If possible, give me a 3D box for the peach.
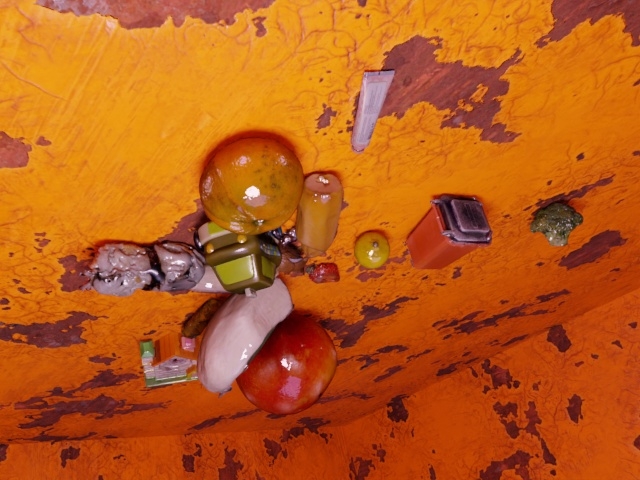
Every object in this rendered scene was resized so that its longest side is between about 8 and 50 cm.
[{"bbox_3d":[-0.126,0.429,1.932,0.389,0.388,0.388,-11,150,-6],"label":"peach"}]

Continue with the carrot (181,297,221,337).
[{"bbox_3d":[-0.401,0.265,1.827,0.069,0.069,0.229,9,142,-35],"label":"carrot"}]

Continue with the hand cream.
[{"bbox_3d":[0.100,-0.270,1.157,0.067,0.043,0.209,-7,144,-17],"label":"hand cream"}]

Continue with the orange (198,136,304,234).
[{"bbox_3d":[-0.146,-0.110,1.182,0.240,0.171,0.240,-11,149,-7],"label":"orange"}]

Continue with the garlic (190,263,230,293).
[{"bbox_3d":[-0.337,0.122,1.587,0.198,0.090,0.128,-1,161,-31],"label":"garlic"}]

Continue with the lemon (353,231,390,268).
[{"bbox_3d":[0.153,0.029,1.620,0.109,0.109,0.133,-13,165,-3],"label":"lemon"}]

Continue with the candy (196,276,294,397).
[{"bbox_3d":[-0.257,0.287,1.670,0.186,0.386,0.427,35,141,-4],"label":"candy"}]

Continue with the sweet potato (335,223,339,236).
[{"bbox_3d":[0.000,0.000,1.563,0.056,0.056,0.195,6,150,-32],"label":"sweet potato"}]

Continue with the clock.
[{"bbox_3d":[-0.541,0.434,2.002,0.220,0.106,0.255,-5,149,-16],"label":"clock"}]

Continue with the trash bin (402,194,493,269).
[{"bbox_3d":[0.354,-0.014,1.592,0.185,0.161,0.238,3,150,-28],"label":"trash bin"}]

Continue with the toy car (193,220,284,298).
[{"bbox_3d":[-0.192,0.050,1.380,0.204,0.198,0.248,-17,165,10],"label":"toy car"}]

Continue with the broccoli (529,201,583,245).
[{"bbox_3d":[0.747,-0.054,1.735,0.146,0.137,0.162,-11,-169,-27],"label":"broccoli"}]

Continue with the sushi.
[{"bbox_3d":[-0.446,0.074,1.404,0.332,0.129,0.124,2,147,-28],"label":"sushi"}]

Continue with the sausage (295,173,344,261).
[{"bbox_3d":[-0.010,-0.047,1.415,0.112,0.112,0.328,-8,147,-12],"label":"sausage"}]

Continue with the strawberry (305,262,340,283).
[{"bbox_3d":[0.016,0.114,1.767,0.104,0.048,0.152,-27,145,28],"label":"strawberry"}]

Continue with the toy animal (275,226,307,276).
[{"bbox_3d":[-0.085,0.042,1.570,0.179,0.089,0.188,-45,136,19],"label":"toy animal"}]
